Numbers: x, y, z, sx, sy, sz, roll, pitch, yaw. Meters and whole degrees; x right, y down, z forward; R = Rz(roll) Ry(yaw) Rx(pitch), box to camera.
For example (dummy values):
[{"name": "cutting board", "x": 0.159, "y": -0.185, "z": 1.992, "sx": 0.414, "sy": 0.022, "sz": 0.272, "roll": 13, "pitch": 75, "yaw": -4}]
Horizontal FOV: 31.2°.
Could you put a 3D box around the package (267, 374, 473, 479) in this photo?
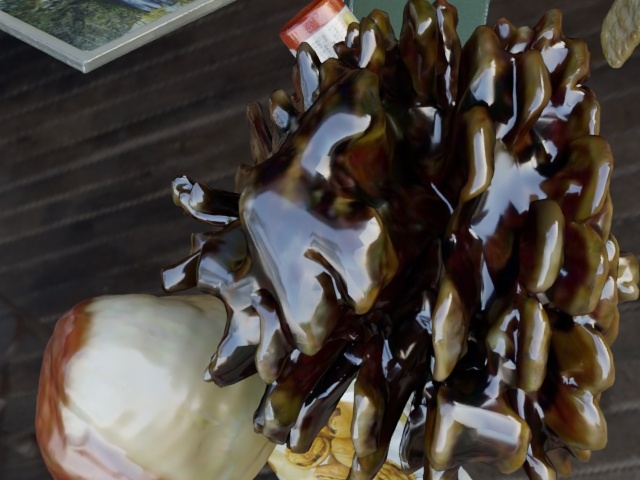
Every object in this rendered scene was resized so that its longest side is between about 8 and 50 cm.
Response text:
[{"name": "package", "x": 0.070, "y": 0.263, "z": 1.471, "sx": 0.221, "sy": 0.311, "sz": 0.165, "roll": -22, "pitch": 23, "yaw": 27}]

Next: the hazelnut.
[{"name": "hazelnut", "x": -0.146, "y": 0.140, "z": 1.072, "sx": 0.261, "sy": 0.261, "sz": 0.241, "roll": -43, "pitch": 43, "yaw": -1}]

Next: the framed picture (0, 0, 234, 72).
[{"name": "framed picture", "x": -0.243, "y": -0.315, "z": 1.439, "sx": 0.240, "sy": 0.020, "sz": 0.324, "roll": 30, "pitch": 48, "yaw": 33}]

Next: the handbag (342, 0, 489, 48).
[{"name": "handbag", "x": 0.147, "y": -0.359, "z": 1.808, "sx": 0.247, "sy": 0.260, "sz": 0.079, "roll": -6, "pitch": 28, "yaw": -23}]

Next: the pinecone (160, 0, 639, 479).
[{"name": "pinecone", "x": 0.062, "y": 0.005, "z": 0.881, "sx": 0.398, "sy": 0.398, "sz": 0.398, "roll": -19, "pitch": 49, "yaw": 23}]

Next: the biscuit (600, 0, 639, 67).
[{"name": "biscuit", "x": 0.327, "y": -0.238, "z": 1.211, "sx": 0.018, "sy": 0.147, "sz": 0.071, "roll": -2, "pitch": 67, "yaw": -7}]

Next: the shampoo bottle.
[{"name": "shampoo bottle", "x": 0.063, "y": -0.225, "z": 1.674, "sx": 0.104, "sy": 0.278, "sz": 0.104, "roll": -36, "pitch": 15, "yaw": 11}]
